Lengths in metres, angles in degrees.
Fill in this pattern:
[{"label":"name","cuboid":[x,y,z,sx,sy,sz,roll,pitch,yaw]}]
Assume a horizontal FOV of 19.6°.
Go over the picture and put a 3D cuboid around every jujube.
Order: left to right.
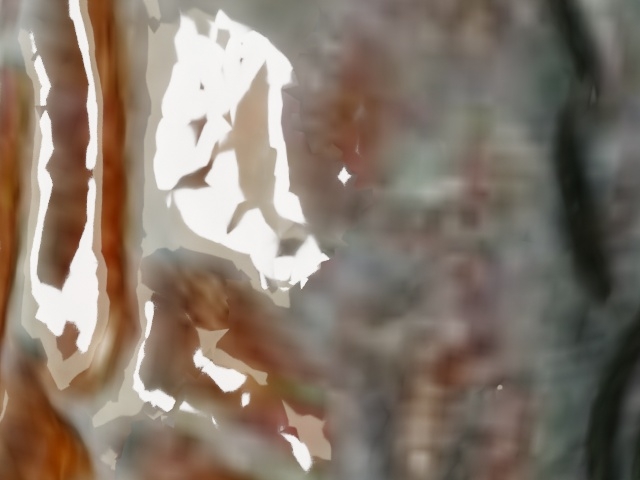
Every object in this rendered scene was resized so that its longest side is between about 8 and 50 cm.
[{"label":"jujube","cuboid":[-0.007,0.001,0.493,0.246,0.215,0.308,26,115,61]}]
